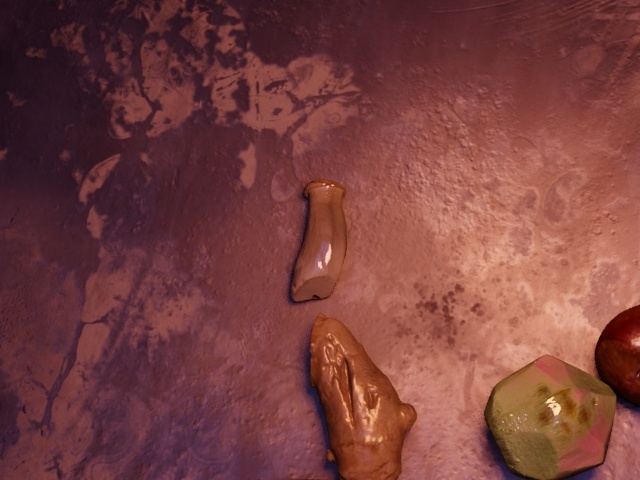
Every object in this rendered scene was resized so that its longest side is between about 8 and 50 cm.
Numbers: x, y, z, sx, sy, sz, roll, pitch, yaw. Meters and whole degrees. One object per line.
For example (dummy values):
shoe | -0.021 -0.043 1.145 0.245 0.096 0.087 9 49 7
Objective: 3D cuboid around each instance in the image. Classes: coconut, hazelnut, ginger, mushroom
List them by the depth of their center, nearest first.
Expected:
coconut | 0.422 0.323 1.781 0.236 0.204 0.235 -9 59 16
hazelnut | 0.604 0.220 1.807 0.204 0.178 0.178 42 86 9
ginger | 0.063 0.301 1.876 0.190 0.126 0.353 -28 77 7
mushroom | 0.005 0.003 1.968 0.096 0.108 0.246 13 79 -31

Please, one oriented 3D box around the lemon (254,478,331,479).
lemon | -0.015 0.595 1.712 0.365 0.364 0.364 -2 77 8
